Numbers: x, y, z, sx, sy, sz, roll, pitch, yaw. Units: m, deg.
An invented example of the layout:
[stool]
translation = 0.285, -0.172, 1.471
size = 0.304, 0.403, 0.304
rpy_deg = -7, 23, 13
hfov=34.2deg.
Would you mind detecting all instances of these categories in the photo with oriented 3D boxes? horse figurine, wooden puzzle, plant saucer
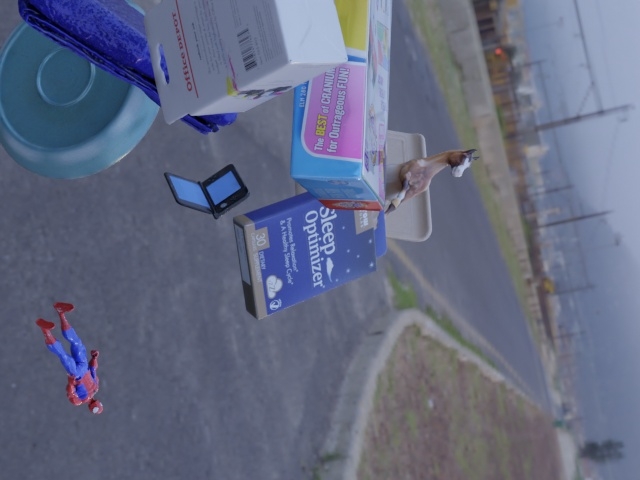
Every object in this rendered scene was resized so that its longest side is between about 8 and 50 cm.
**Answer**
[horse figurine]
translation = 0.100, -0.072, 1.606
size = 0.066, 0.263, 0.174
rpy_deg = 52, 53, -14
[wooden puzzle]
translation = 0.072, -0.105, 1.833
size = 0.044, 0.239, 0.221
rpy_deg = 119, -27, -59
[plant saucer]
translation = -0.396, -0.254, 1.644
size = 0.044, 0.318, 0.317
rpy_deg = 34, 44, -68

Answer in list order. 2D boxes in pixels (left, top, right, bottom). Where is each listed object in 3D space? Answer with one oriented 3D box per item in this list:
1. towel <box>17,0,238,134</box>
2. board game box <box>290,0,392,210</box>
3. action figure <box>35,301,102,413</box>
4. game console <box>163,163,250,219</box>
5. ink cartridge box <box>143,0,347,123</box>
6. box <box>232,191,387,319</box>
[towel]
translation = -0.261, -0.260, 1.356
size = 0.308, 0.076, 0.227
rpy_deg = 33, 11, -31
[board game box]
translation = 0.028, -0.199, 1.016
size = 0.242, 0.064, 0.316
rpy_deg = 34, 58, -80
[action figure]
translation = -0.206, 0.106, 0.880
size = 0.038, 0.030, 0.115
rpy_deg = -54, 146, -41
[game console]
translation = -0.190, -0.094, 1.739
size = 0.071, 0.107, 0.122
rpy_deg = 55, 1, -35
[ink cartridge box]
translation = -0.067, -0.166, 0.845
size = 0.062, 0.181, 0.104
rpy_deg = -10, 86, -40
[box]
translation = 0.000, 0.000, 1.339
size = 0.036, 0.225, 0.136
rpy_deg = 30, -46, 49
